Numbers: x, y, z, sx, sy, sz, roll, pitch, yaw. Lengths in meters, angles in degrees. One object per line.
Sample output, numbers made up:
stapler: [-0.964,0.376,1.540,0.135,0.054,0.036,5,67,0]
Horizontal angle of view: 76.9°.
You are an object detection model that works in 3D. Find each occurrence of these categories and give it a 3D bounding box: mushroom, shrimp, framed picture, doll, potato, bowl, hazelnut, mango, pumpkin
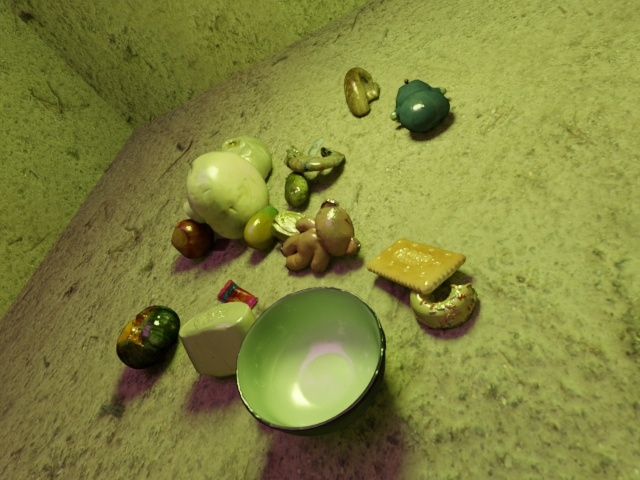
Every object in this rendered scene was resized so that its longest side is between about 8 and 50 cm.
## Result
mushroom: [-0.384,-0.162,1.616,0.353,0.353,0.325,-39,61,0]
shrimp: [-0.038,-0.350,1.690,0.247,0.085,0.360,-15,27,-20]
framed picture: [-0.430,0.017,1.739,0.089,0.006,0.066,-3,51,36]
doll: [0.000,0.000,1.344,0.303,0.156,0.201,-31,78,39]
potato: [-0.099,-0.216,1.635,0.117,0.090,0.225,-46,30,22]
doll: [0.376,-0.501,1.511,0.228,0.154,0.258,-25,48,12]
bowl: [-0.002,0.303,0.966,0.355,0.185,0.353,-13,45,13]
hazelnut: [-0.553,-0.018,1.745,0.182,0.182,0.182,-21,42,21]
mushroom: [0.171,-0.700,1.842,0.156,0.151,0.285,-16,44,28]
mango: [-0.217,-0.051,1.541,0.092,0.130,0.194,-31,35,53]
pumpkin: [-0.607,0.345,1.444,0.238,0.159,0.237,-29,29,18]

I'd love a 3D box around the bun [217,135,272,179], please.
bun: [-0.402,-0.347,1.901,0.366,0.219,0.364,-25,39,22]

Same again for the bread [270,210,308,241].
bread: [-0.108,-0.050,1.481,0.157,0.064,0.117,22,55,26]

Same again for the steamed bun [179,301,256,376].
steamed bun: [-0.282,0.295,1.215,0.251,0.199,0.154,-14,21,23]

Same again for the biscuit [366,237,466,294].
biscuit: [0.250,0.060,1.093,0.160,0.030,0.250,-36,26,-18]

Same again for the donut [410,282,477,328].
donut: [0.293,0.159,0.989,0.166,0.065,0.108,-7,50,34]

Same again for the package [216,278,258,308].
package: [-0.301,0.204,1.447,0.201,0.022,0.083,22,68,45]
